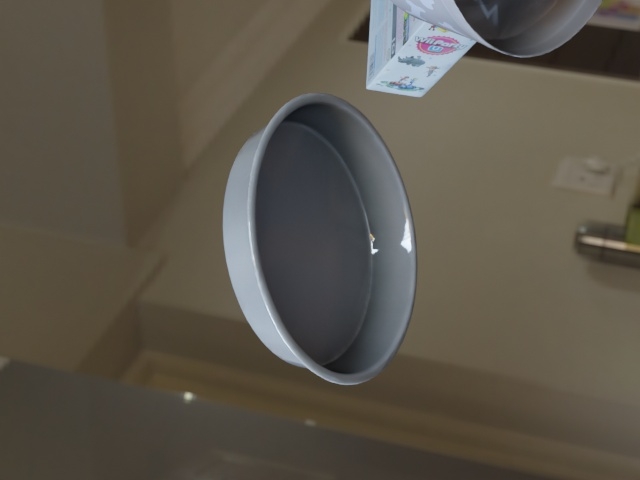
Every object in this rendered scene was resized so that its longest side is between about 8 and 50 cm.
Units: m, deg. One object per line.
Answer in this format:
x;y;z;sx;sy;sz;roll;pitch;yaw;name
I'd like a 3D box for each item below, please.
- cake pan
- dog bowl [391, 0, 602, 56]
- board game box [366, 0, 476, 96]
0.000;0.000;1.477;0.293;0.054;0.293;18;-112;-53;cake pan
0.146;-0.331;1.220;0.349;0.102;0.349;-18;-67;-49;dog bowl
0.160;-0.360;2.035;0.303;0.097;0.224;135;141;-66;board game box
